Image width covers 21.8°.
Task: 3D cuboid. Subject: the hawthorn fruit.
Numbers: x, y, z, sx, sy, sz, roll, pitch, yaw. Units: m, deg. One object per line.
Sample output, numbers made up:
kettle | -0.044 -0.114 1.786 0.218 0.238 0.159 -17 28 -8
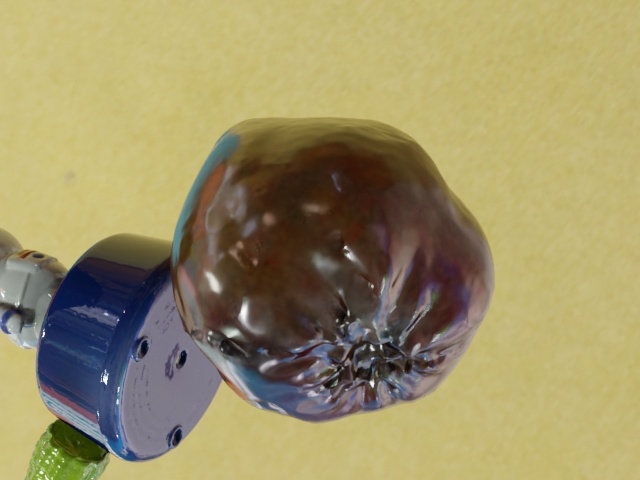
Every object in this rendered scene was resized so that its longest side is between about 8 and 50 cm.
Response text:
hawthorn fruit | 0.002 0.011 1.583 0.308 0.308 0.325 -50 57 43

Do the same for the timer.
timer | -0.322 0.085 2.037 0.383 0.270 0.270 19 129 25

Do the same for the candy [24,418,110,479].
candy | -0.344 0.324 2.168 0.096 0.097 0.209 33 123 8
